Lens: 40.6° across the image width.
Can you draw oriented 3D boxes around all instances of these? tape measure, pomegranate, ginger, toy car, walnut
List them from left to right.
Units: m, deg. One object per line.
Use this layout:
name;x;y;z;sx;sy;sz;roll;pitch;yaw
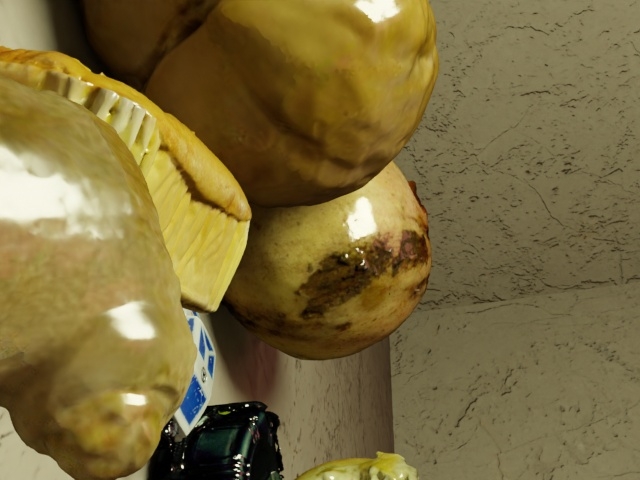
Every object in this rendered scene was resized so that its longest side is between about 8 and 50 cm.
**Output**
ginger;-0.156;0.020;0.345;0.221;0.130;0.276;54;36;-11
toy car;-0.136;0.111;0.781;0.171;0.070;0.080;-89;167;-49
tape measure;-0.088;0.262;0.827;0.186;0.112;0.199;-35;115;-78
walnut;-0.044;-0.209;0.840;0.354;0.308;0.398;63;12;-9
pomegranate;0.000;0.000;1.106;0.322;0.322;0.322;-9;90;-81

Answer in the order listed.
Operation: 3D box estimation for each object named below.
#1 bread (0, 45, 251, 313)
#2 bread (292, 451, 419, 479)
bread;-0.150;-0.034;0.610;0.288;0.152;0.119;49;57;-71
bread;0.021;0.436;1.072;0.316;0.211;0.270;-70;159;-56
